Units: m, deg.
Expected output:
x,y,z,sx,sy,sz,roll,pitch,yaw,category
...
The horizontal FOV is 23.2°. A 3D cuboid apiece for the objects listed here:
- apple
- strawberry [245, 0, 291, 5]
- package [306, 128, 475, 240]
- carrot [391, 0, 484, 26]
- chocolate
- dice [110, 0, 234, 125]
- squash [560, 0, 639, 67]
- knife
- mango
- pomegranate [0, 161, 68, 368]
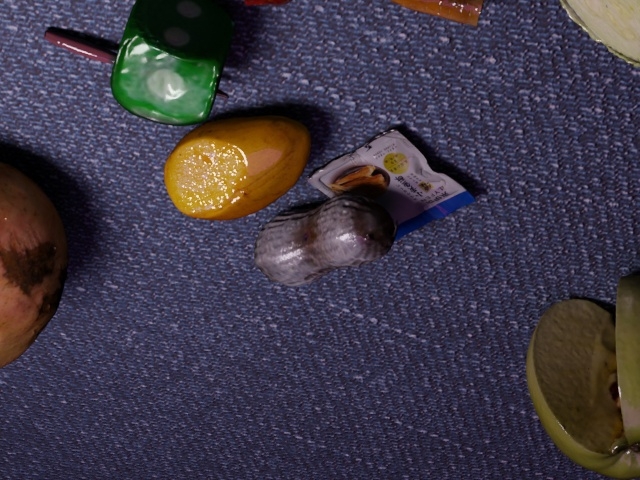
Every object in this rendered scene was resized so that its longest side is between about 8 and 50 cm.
x,y,z,sx,sy,sz,roll,pitch,yaw,category
0.438,0.196,2.217,0.291,0.254,0.292,3,145,2,apple
-0.056,-0.351,1.766,0.236,0.107,0.175,31,99,-27,strawberry
0.097,-0.072,2.125,0.173,0.027,0.171,39,132,-26,package
0.092,-0.303,1.832,0.209,0.061,0.061,13,141,2,carrot
0.000,0.000,2.147,0.110,0.110,0.248,36,143,-30,chocolate
-0.181,-0.226,1.914,0.130,0.120,0.128,16,141,-6,dice
0.338,-0.306,1.717,0.220,0.133,0.220,43,163,17,squash
-0.234,-0.224,1.991,0.247,0.035,0.018,19,111,-6,knife
-0.103,-0.106,2.066,0.217,0.102,0.141,-25,107,30,mango
-0.505,0.035,2.167,0.322,0.322,0.322,5,141,4,pomegranate
